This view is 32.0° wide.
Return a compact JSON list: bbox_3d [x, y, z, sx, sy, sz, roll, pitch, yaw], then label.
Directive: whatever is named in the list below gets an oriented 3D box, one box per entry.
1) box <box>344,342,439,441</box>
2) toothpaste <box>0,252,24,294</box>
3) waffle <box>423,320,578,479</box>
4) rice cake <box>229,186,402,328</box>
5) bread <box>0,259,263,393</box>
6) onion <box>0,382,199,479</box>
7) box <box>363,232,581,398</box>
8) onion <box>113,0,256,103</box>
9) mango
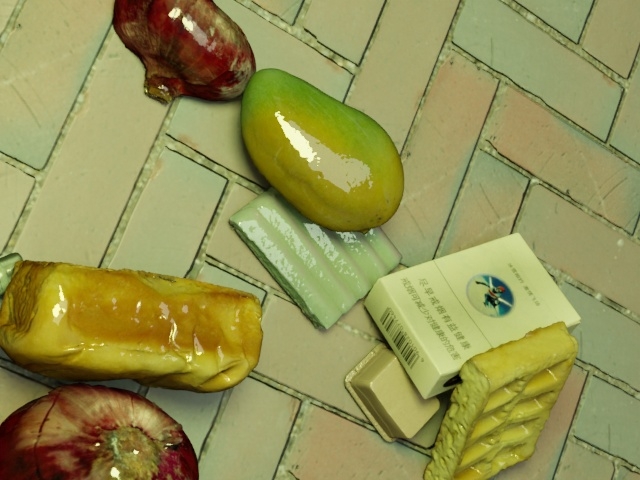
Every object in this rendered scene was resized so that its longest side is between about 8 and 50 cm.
[{"bbox_3d":[0.102,0.210,1.534,0.089,0.062,0.122,-42,106,-23],"label":"box"},{"bbox_3d":[-0.444,0.079,1.264,0.239,0.039,0.062,-28,89,-25],"label":"toothpaste"},{"bbox_3d":[0.245,0.235,1.520,0.168,0.057,0.274,-15,138,-29],"label":"waffle"},{"bbox_3d":[0.000,0.000,1.501,0.189,0.037,0.198,-38,105,-25],"label":"rice cake"},{"bbox_3d":[-0.219,0.103,1.303,0.294,0.166,0.132,15,71,-34],"label":"bread"},{"bbox_3d":[-0.260,0.289,1.270,0.252,0.219,0.252,23,34,-17],"label":"onion"},{"bbox_3d":[0.210,0.098,1.542,0.256,0.069,0.164,-16,61,-30],"label":"box"},{"bbox_3d":[-0.164,-0.249,1.389,0.205,0.098,0.151,33,73,-24],"label":"onion"},{"bbox_3d":[0.000,-0.113,1.422,0.251,0.114,0.156,38,80,-20],"label":"mango"}]
